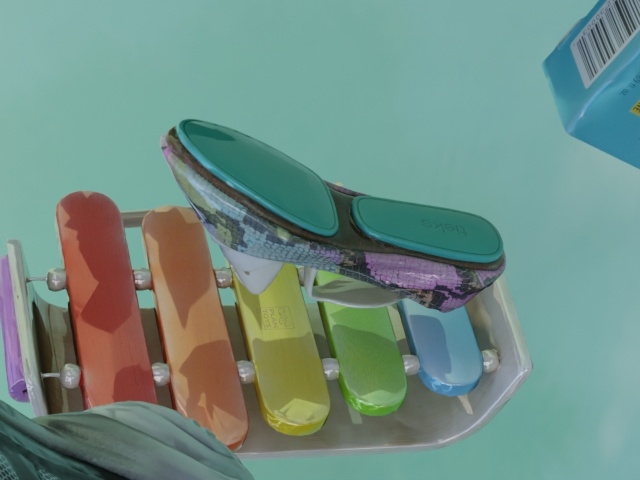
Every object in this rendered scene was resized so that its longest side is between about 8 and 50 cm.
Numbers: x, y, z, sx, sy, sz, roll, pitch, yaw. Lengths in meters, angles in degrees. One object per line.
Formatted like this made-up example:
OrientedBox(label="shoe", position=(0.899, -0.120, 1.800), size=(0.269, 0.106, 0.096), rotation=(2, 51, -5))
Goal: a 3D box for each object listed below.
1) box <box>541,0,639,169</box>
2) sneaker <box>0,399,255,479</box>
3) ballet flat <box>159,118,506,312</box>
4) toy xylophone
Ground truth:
OrientedBox(label="box", position=(0.239, -0.060, 0.944), size=(0.244, 0.060, 0.100), rotation=(22, 124, -26))
OrientedBox(label="sneaker", position=(-0.076, 0.091, 0.389), size=(0.101, 0.153, 0.268), rotation=(-36, 127, 12))
OrientedBox(label="ballet flat", position=(0.000, 0.000, 1.062), size=(0.222, 0.077, 0.079), rotation=(17, 125, -24))
OrientedBox(label="toy xylophone", position=(-0.045, 0.041, 1.137), size=(0.081, 0.323, 0.236), rotation=(107, 148, -46))
